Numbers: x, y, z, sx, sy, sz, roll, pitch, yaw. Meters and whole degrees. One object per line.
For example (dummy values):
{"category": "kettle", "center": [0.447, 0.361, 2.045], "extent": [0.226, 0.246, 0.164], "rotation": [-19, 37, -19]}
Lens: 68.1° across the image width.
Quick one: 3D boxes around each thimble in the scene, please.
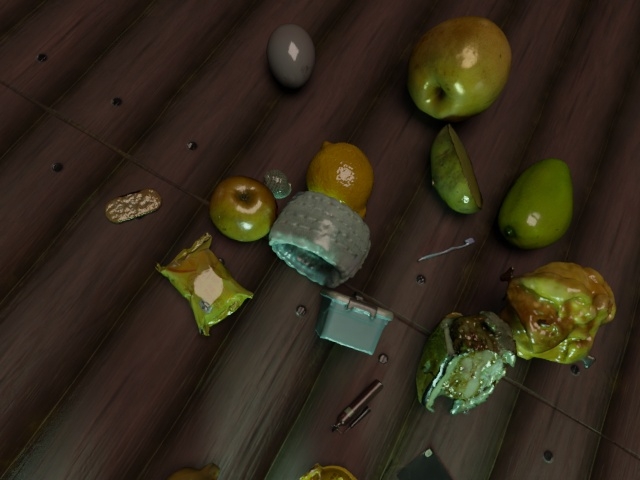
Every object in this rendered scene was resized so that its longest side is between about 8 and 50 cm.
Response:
{"category": "thimble", "center": [0.000, 0.000, 1.209], "extent": [0.250, 0.205, 0.172], "rotation": [30, 68, 2]}

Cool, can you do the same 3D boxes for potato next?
{"category": "potato", "center": [0.385, -0.194, 1.396], "extent": [0.111, 0.160, 0.272], "rotation": [-23, 69, 27]}

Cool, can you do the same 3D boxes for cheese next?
{"category": "cheese", "center": [0.042, 0.625, 1.081], "extent": [0.156, 0.064, 0.250], "rotation": [-36, 91, -18]}

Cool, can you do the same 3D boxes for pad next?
{"category": "pad", "center": [0.283, 0.623, 1.158], "extent": [0.116, 0.004, 0.193], "rotation": [-30, 80, -18]}

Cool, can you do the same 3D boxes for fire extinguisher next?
{"category": "fire extinguisher", "center": [0.094, 0.421, 1.180], "extent": [0.173, 0.035, 0.049], "rotation": [-38, 120, -20]}

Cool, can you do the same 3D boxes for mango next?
{"category": "mango", "center": [0.651, -0.114, 1.396], "extent": [0.192, 0.156, 0.343], "rotation": [36, 68, 2]}

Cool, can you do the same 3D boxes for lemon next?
{"category": "lemon", "center": [0.055, -0.162, 1.285], "extent": [0.186, 0.187, 0.244], "rotation": [-18, 79, -16]}

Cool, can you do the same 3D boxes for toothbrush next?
{"category": "toothbrush", "center": [0.364, 0.028, 1.370], "extent": [0.193, 0.013, 0.019], "rotation": [-19, 69, -16]}

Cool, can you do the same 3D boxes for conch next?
{"category": "conch", "center": [-0.121, -0.159, 1.324], "extent": [0.085, 0.056, 0.076], "rotation": [19, 82, -3]}

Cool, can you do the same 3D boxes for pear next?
{"category": "pear", "center": [0.409, -0.513, 1.416], "extent": [0.314, 0.314, 0.314], "rotation": [3, 71, -9]}

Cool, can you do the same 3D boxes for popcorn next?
{"category": "popcorn", "center": [0.588, 0.197, 1.205], "extent": [0.315, 0.297, 0.281], "rotation": [-5, 52, -45]}

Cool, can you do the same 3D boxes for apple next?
{"category": "apple", "center": [-0.199, -0.085, 1.229], "extent": [0.182, 0.155, 0.183], "rotation": [2, 73, -8]}

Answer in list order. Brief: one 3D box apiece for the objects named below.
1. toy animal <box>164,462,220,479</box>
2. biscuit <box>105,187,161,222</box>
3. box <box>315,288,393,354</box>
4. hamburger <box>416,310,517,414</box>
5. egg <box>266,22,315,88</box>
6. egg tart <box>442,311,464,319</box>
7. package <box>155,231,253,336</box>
{"category": "toy animal", "center": [-0.306, 0.596, 0.981], "extent": [0.281, 0.195, 0.169], "rotation": [-46, 45, -17]}
{"category": "biscuit", "center": [-0.494, -0.093, 1.250], "extent": [0.147, 0.018, 0.071], "rotation": [-21, 79, -18]}
{"category": "box", "center": [0.072, 0.187, 1.158], "extent": [0.162, 0.227, 0.130], "rotation": [20, 85, -4]}
{"category": "hamburger", "center": [0.354, 0.288, 1.178], "extent": [0.167, 0.288, 0.192], "rotation": [17, 36, -1]}
{"category": "egg", "center": [-0.088, -0.549, 1.412], "extent": [0.146, 0.146, 0.199], "rotation": [-1, 78, -11]}
{"category": "egg tart", "center": [0.376, 0.245, 1.285], "extent": [0.105, 0.039, 0.105], "rotation": [4, 70, -11]}
{"category": "package", "center": [-0.290, 0.105, 1.181], "extent": [0.168, 0.090, 0.226], "rotation": [-37, 84, -18]}
